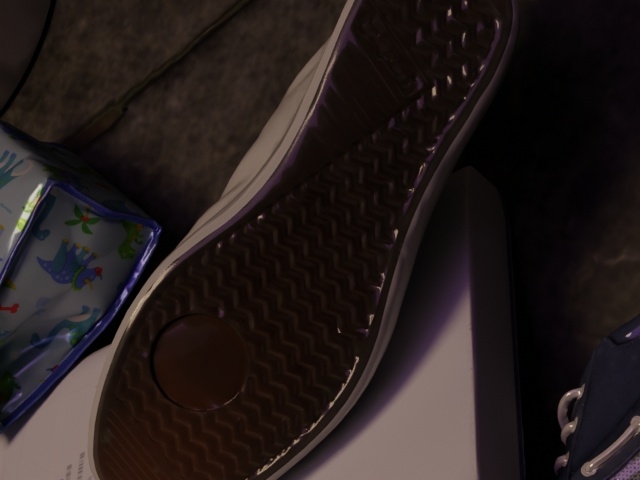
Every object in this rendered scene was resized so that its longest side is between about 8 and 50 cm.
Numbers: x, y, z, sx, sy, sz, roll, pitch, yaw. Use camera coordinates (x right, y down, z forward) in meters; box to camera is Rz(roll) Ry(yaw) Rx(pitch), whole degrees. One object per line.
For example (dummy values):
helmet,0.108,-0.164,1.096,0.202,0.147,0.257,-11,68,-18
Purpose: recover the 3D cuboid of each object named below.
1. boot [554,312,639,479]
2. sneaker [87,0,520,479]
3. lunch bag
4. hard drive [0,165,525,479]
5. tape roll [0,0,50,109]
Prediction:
boot,0.125,0.102,0.725,0.190,0.069,0.086,-42,49,11
sneaker,0.000,0.000,0.778,0.106,0.123,0.290,34,96,0
lunch bag,-0.179,0.020,0.941,0.129,0.096,0.151,38,101,51
hard drive,-0.047,0.112,0.818,0.319,0.040,0.210,-27,41,29
tape roll,-0.307,-0.173,1.052,0.246,0.169,0.246,-10,72,34
